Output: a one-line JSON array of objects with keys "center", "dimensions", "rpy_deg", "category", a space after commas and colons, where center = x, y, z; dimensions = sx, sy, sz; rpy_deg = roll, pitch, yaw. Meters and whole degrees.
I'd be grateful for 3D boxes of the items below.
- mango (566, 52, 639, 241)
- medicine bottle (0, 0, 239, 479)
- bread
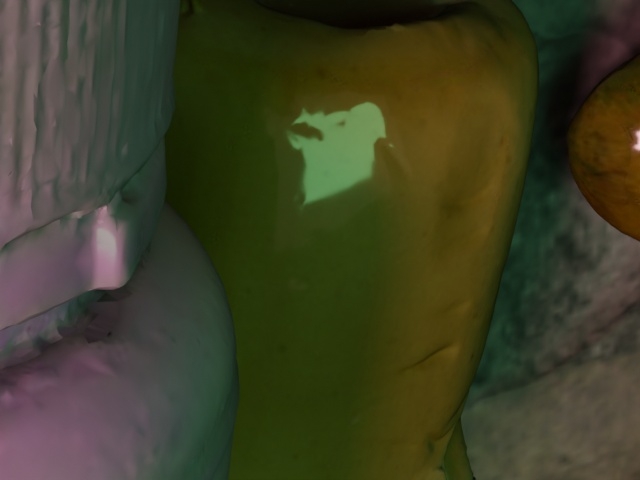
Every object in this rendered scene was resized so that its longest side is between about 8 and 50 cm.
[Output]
[{"center": [0.167, -0.045, 0.659], "dimensions": [0.165, 0.089, 0.115], "rpy_deg": [-38, 125, -1], "category": "mango"}, {"center": [-0.138, 0.027, 0.446], "dimensions": [0.241, 0.241, 0.302], "rpy_deg": [-5, 118, -25], "category": "medicine bottle"}, {"center": [0.000, 0.001, 0.599], "dimensions": [0.134, 0.085, 0.173], "rpy_deg": [-4, 117, -26], "category": "bread"}]
